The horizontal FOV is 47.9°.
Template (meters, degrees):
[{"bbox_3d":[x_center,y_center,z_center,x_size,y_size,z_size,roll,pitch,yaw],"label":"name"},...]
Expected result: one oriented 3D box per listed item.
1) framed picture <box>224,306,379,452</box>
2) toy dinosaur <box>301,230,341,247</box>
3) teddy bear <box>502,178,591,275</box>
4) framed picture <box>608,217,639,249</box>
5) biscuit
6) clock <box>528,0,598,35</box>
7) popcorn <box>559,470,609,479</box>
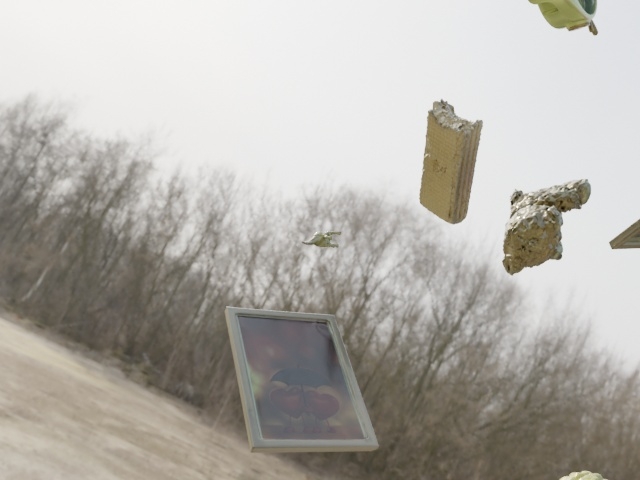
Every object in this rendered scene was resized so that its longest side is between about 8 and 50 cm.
[{"bbox_3d":[-0.039,0.227,1.207,0.211,0.020,0.289,7,38,-23],"label":"framed picture"},{"bbox_3d":[0.004,0.000,1.133,0.041,0.026,0.113,9,12,16],"label":"toy dinosaur"},{"bbox_3d":[0.506,-0.029,1.679,0.156,0.267,0.256,29,31,0],"label":"teddy bear"},{"bbox_3d":[0.992,-0.073,1.829,0.446,0.028,0.326,-1,-32,-30],"label":"framed picture"},{"bbox_3d":[0.251,-0.151,1.426,0.108,0.062,0.238,40,-39,40],"label":"biscuit"},{"bbox_3d":[0.608,-0.631,1.793,0.096,0.234,0.308,-14,-28,40],"label":"clock"},{"bbox_3d":[0.536,0.547,1.353,0.259,0.259,0.212,23,-27,12],"label":"popcorn"}]
